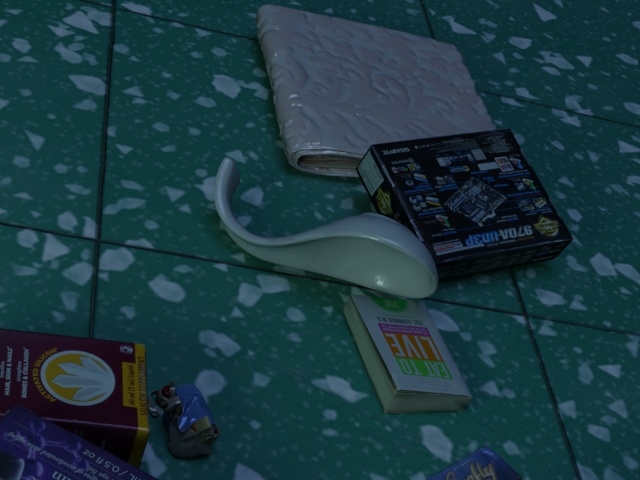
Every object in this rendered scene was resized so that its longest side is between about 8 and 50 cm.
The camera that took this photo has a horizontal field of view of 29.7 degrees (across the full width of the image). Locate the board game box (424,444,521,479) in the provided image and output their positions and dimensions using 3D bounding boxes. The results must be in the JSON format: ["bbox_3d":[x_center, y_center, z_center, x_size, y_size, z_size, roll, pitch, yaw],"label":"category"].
[{"bbox_3d":[0.039,0.266,0.937,0.243,0.165,0.042,-18,52,-42],"label":"board game box"}]

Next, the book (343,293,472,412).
[{"bbox_3d":[0.090,0.118,1.270,0.096,0.035,0.144,6,38,-27],"label":"book"}]

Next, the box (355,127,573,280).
[{"bbox_3d":[0.174,-0.045,1.457,0.220,0.051,0.175,-10,61,-32],"label":"box"}]

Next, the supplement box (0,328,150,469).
[{"bbox_3d":[-0.245,0.139,1.022,0.188,0.081,0.104,8,38,-18],"label":"supplement box"}]

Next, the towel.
[{"bbox_3d":[0.079,-0.189,1.632,0.317,0.053,0.332,8,39,-20],"label":"towel"}]

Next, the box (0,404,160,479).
[{"bbox_3d":[-0.219,0.246,0.878,0.153,0.108,0.207,26,36,5],"label":"box"}]

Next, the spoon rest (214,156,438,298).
[{"bbox_3d":[0.000,0.000,1.313,0.276,0.137,0.084,23,69,18],"label":"spoon rest"}]

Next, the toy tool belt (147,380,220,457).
[{"bbox_3d":[-0.122,0.152,1.095,0.052,0.051,0.083,-6,44,-33],"label":"toy tool belt"}]
